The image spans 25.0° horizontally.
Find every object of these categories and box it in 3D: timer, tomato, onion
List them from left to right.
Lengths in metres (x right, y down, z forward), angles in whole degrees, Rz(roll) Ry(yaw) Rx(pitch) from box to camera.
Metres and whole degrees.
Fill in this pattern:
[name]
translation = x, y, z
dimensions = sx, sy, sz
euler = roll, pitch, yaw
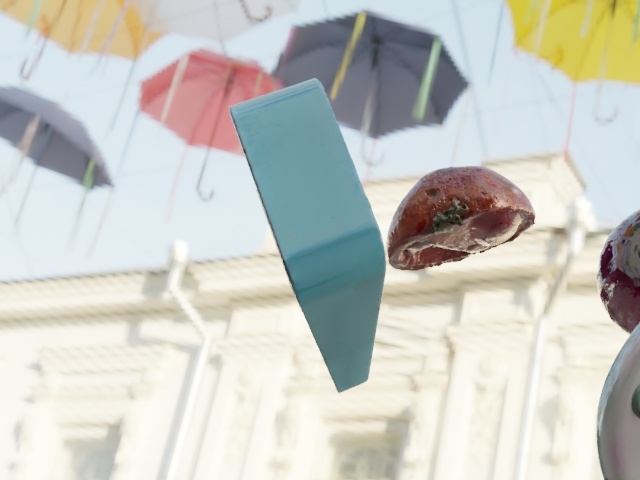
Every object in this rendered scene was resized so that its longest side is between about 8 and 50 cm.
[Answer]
[timer]
translation = 0.000, 0.000, 1.389
dimensions = 0.091, 0.232, 0.250
euler = -19, -31, -3
[tomato]
translation = 0.167, -0.037, 1.801
dimensions = 0.189, 0.099, 0.173
euler = -19, -17, 12
[onion]
translation = 0.404, 0.038, 1.654
dimensions = 0.177, 0.177, 0.153
euler = -10, -21, 34

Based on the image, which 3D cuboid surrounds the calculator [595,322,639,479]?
[calculator]
translation = 0.294, 0.082, 0.887
dimensions = 0.185, 0.299, 0.041
euler = 64, -19, -9
